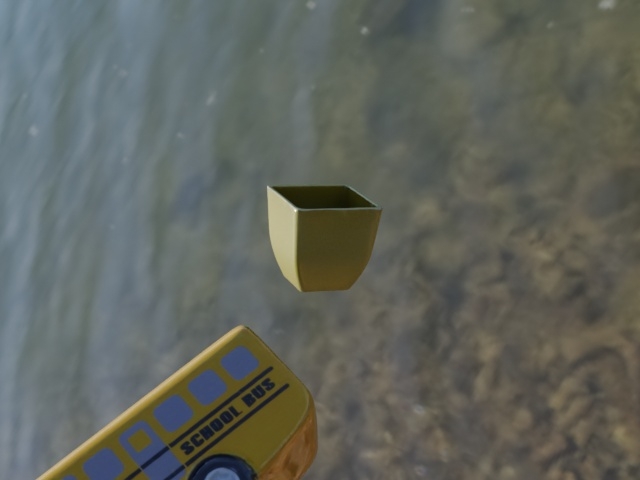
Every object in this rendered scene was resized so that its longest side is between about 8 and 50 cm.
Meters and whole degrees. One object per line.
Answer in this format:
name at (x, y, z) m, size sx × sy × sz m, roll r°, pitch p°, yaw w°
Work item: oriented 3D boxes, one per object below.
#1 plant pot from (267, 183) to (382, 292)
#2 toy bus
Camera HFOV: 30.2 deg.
plant pot at (0.000, 0.000, 1.058) m, size 0.081 × 0.081 × 0.083 m, roll -140°, pitch 51°, yaw -62°
toy bus at (-0.147, 0.221, 0.927) m, size 0.332 × 0.108 × 0.130 m, roll -37°, pitch 65°, yaw -19°
